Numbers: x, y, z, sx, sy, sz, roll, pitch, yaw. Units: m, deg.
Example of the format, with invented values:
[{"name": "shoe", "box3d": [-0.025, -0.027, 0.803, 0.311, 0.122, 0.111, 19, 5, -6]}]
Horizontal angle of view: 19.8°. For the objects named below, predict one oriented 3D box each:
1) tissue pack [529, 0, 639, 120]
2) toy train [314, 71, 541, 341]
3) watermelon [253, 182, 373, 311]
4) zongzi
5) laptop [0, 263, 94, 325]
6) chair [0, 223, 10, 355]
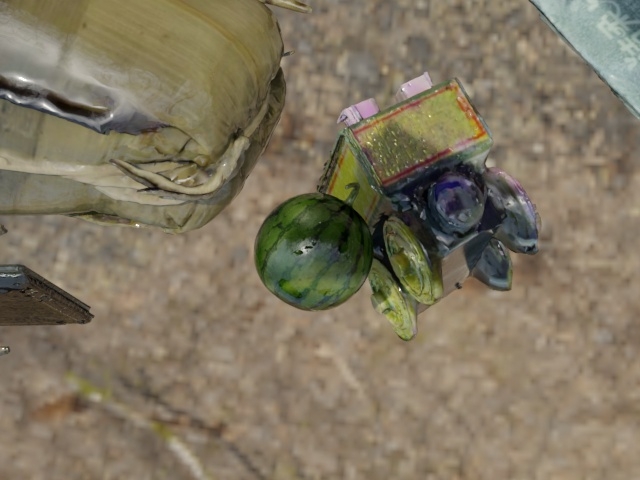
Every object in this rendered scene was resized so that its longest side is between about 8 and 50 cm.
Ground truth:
[{"name": "tissue pack", "box3d": [0.306, -0.205, 1.366, 0.257, 0.185, 0.081, -43, 156, 5]}, {"name": "toy train", "box3d": [0.092, -0.024, 1.621, 0.134, 0.177, 0.261, -26, 166, -15]}, {"name": "watermelon", "box3d": [-0.003, 0.005, 1.509, 0.109, 0.109, 0.109, 5, 142, 3]}, {"name": "zongzi", "box3d": [-0.121, -0.038, 0.653, 0.194, 0.099, 0.197, 23, 137, -1]}, {"name": "laptop", "box3d": [-0.225, 0.032, 0.995, 0.180, 0.016, 0.129, -2, 168, 10]}, {"name": "chair", "box3d": [-0.457, 0.041, 1.752, 0.272, 0.166, 0.188, -19, 141, 12]}]
